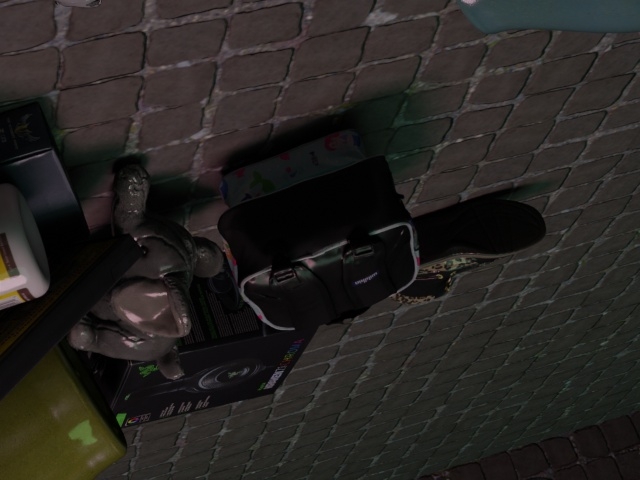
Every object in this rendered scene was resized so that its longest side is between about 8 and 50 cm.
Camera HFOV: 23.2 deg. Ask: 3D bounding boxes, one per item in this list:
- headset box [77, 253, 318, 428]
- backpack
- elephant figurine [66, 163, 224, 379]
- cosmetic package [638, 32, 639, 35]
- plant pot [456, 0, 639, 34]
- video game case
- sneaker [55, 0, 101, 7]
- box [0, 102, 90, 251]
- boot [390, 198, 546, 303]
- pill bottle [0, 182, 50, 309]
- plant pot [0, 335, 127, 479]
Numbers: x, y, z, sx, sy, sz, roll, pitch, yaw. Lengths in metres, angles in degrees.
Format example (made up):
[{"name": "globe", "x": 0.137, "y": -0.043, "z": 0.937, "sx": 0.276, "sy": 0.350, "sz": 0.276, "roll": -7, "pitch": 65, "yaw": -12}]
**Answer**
[{"name": "headset box", "x": -0.180, "y": 0.134, "z": 2.089, "sx": 0.283, "sy": 0.131, "sz": 0.246, "roll": -10, "pitch": 156, "yaw": -24}, {"name": "backpack", "x": 0.000, "y": 0.000, "z": 1.842, "sx": 0.225, "sy": 0.191, "sz": 0.253, "roll": -21, "pitch": 153, "yaw": 3}, {"name": "elephant figurine", "x": -0.193, "y": 0.040, "z": 1.790, "sx": 0.186, "sy": 0.169, "sz": 0.239, "roll": 5, "pitch": 152, "yaw": -39}, {"name": "cosmetic package", "x": 0.439, "y": -0.288, "z": 1.648, "sx": 0.231, "sy": 0.117, "sz": 0.085, "roll": -30, "pitch": 156, "yaw": 25}, {"name": "plant pot", "x": 0.230, "y": -0.287, "z": 1.283, "sx": 0.255, "sy": 0.271, "sz": 0.272, "roll": -14, "pitch": 163, "yaw": 23}, {"name": "video game case", "x": -0.342, "y": 0.102, "z": 1.667, "sx": 0.275, "sy": 0.035, "sz": 0.248, "roll": -48, "pitch": -159, "yaw": -29}, {"name": "sneaker", "x": -0.188, "y": -0.226, "z": 1.336, "sx": 0.098, "sy": 0.038, "sz": 0.069, "roll": -13, "pitch": 161, "yaw": 6}, {"name": "box", "x": -0.348, "y": -0.041, "z": 1.605, "sx": 0.183, "sy": 0.059, "sz": 0.232, "roll": -19, "pitch": 159, "yaw": -7}, {"name": "boot", "x": 0.195, "y": 0.019, "z": 2.223, "sx": 0.236, "sy": 0.085, "sz": 0.178, "roll": -12, "pitch": 160, "yaw": -4}, {"name": "pill bottle", "x": -0.379, "y": 0.029, "z": 1.503, "sx": 0.215, "sy": 0.117, "sz": 0.117, "roll": -18, "pitch": 159, "yaw": -2}, {"name": "plant pot", "x": -0.440, "y": 0.248, "z": 1.892, "sx": 0.353, "sy": 0.366, "sz": 0.366, "roll": -31, "pitch": 160, "yaw": -6}]
